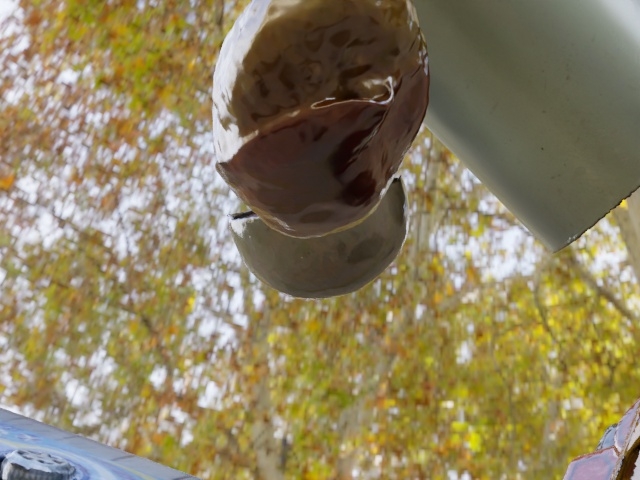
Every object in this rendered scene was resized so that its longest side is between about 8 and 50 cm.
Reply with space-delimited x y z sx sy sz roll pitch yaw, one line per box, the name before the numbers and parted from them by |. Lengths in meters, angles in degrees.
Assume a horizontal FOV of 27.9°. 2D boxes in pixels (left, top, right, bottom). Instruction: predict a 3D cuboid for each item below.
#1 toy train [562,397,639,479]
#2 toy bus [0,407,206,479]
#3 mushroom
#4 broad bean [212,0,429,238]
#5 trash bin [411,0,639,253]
toy train | 0.267 0.261 1.058 0.232 0.369 0.163 -25 -71 41
toy bus | -0.163 0.124 0.621 0.237 0.094 0.079 14 -88 26
mushroom | 0.000 0.000 1.278 0.188 0.141 0.117 -5 -91 33
broad bean | 0.001 -0.093 0.903 0.156 0.122 0.228 1 -38 -12
trash bin | 0.179 -0.225 1.287 0.432 0.280 0.280 48 -64 3
